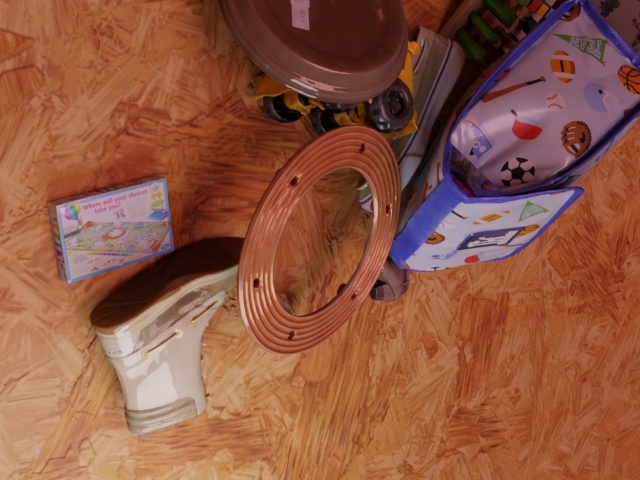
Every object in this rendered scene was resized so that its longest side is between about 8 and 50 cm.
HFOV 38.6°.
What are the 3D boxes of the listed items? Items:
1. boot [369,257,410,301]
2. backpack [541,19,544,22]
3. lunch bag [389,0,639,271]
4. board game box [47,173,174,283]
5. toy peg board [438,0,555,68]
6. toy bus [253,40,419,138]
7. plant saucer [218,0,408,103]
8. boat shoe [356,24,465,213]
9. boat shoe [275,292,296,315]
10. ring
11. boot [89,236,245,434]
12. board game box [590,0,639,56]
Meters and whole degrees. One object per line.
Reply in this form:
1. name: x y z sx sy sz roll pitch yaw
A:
1. boot: 0.115 0.046 1.519 0.087 0.042 0.118 -18 116 -44
2. backpack: 0.485 -0.342 1.629 0.188 0.166 0.144 5 94 -39
3. lunch bag: 0.281 -0.123 1.387 0.385 0.328 0.239 -41 82 -22
4. board game box: -0.264 -0.017 1.167 0.154 0.026 0.103 -18 116 -36
5. toy peg board: 0.303 -0.345 1.479 0.161 0.079 0.161 15 124 -43
6. toy bus: 0.034 -0.258 1.284 0.220 0.149 0.211 13 82 -41
7. plant saucer: 0.001 -0.306 1.186 0.278 0.041 0.278 12 63 -24
8. boat shoe: 0.119 -0.189 1.416 0.094 0.109 0.302 28 80 -19
9. boat shoe: -0.070 0.106 1.341 0.170 0.063 0.059 73 19 -57
10. ring: 0.000 0.000 1.262 0.336 0.032 0.336 -33 135 -40
11. boot: -0.176 0.126 1.249 0.262 0.095 0.203 -34 128 -37
12. board game box: 0.539 -0.440 1.555 0.224 0.303 0.097 -13 148 -39
